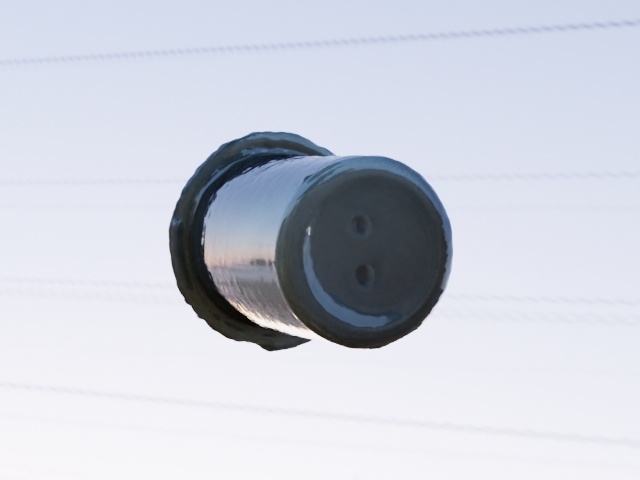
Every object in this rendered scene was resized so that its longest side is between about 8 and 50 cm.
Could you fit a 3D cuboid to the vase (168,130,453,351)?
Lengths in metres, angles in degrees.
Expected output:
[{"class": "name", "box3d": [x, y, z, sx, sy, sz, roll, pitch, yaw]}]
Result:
[{"class": "vase", "box3d": [0.000, 0.000, 1.292, 0.245, 0.245, 0.291, 31, -11, -20]}]
